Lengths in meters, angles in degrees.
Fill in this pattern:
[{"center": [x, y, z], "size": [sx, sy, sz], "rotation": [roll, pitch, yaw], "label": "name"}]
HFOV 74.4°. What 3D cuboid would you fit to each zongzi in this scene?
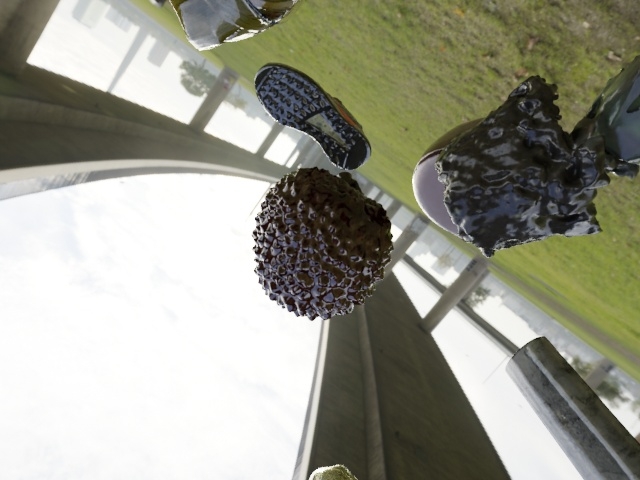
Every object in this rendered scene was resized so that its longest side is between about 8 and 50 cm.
[{"center": [-0.027, -0.361, 0.530], "size": [0.123, 0.289, 0.260], "rotation": [62, -141, -26], "label": "zongzi"}]

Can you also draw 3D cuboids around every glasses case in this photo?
[{"center": [0.443, 0.312, 0.720], "size": [0.060, 0.114, 0.299], "rotation": [9, -147, -25], "label": "glasses case"}]

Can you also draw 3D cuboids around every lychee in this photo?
[{"center": [0.000, 0.000, 0.896], "size": [0.306, 0.330, 0.306], "rotation": [28, 172, 5], "label": "lychee"}]

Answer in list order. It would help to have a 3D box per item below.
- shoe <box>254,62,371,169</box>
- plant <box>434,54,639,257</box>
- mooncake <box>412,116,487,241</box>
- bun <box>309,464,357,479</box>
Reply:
[{"center": [-0.006, -0.332, 1.064], "size": [0.336, 0.132, 0.171], "rotation": [37, -149, -20], "label": "shoe"}, {"center": [0.220, -0.073, 0.398], "size": [0.142, 0.203, 0.131], "rotation": [31, -143, -39], "label": "plant"}, {"center": [0.404, -0.145, 1.039], "size": [0.334, 0.174, 0.325], "rotation": [35, 149, 19], "label": "mooncake"}, {"center": [0.027, 0.330, 0.547], "size": [0.086, 0.055, 0.086], "rotation": [49, 164, 19], "label": "bun"}]
